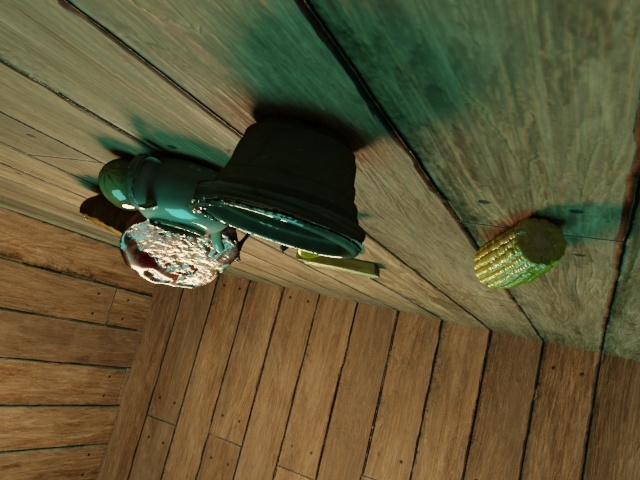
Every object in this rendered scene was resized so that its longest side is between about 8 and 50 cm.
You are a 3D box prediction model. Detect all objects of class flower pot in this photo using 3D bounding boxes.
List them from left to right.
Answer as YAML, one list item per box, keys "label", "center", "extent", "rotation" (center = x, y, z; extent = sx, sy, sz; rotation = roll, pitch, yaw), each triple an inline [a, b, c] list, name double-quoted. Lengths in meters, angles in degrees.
- label: "flower pot"
  center: [-0.039, -0.070, 0.716]
  extent: [0.236, 0.140, 0.235]
  rotation: [15, 169, 3]

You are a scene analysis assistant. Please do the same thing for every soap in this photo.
- label: "soap"
  center: [0.055, 0.072, 1.686]
  extent: [0.252, 0.037, 0.092]
  rotation: [10, 171, 18]

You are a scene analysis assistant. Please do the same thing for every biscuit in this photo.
- label: "biscuit"
  center: [-0.522, -0.037, 1.573]
  extent: [0.326, 0.107, 0.325]
  rotation: [27, 171, 5]

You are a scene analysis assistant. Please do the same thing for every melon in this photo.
- label: "melon"
  center: [-0.382, -0.112, 1.094]
  extent: [0.098, 0.097, 0.130]
  rotation: [11, 163, 15]

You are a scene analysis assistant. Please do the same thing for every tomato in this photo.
- label: "tomato"
  center: [-0.342, -0.023, 1.345]
  extent: [0.309, 0.170, 0.308]
  rotation: [-7, 142, -5]

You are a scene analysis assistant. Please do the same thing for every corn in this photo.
- label: "corn"
  center: [0.318, 0.028, 0.902]
  extent: [0.094, 0.093, 0.244]
  rotation: [14, 171, 3]

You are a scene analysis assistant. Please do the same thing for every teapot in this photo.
- label: "teapot"
  center: [-0.254, -0.073, 1.034]
  extent: [0.193, 0.129, 0.294]
  rotation: [8, 169, 27]

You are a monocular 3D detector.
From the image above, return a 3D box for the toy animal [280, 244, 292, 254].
- label: "toy animal"
  center: [-0.092, 0.003, 1.527]
  extent: [0.028, 0.050, 0.084]
  rotation: [-16, 153, -41]

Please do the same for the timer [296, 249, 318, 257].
- label: "timer"
  center: [0.000, 0.000, 1.147]
  extent: [0.107, 0.109, 0.107]
  rotation: [-22, 154, -11]
